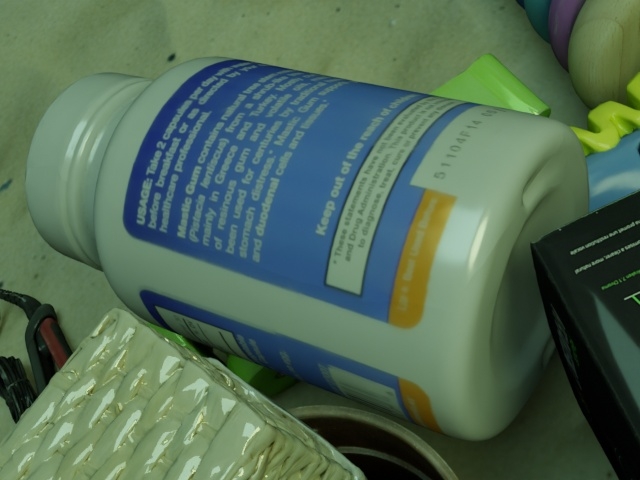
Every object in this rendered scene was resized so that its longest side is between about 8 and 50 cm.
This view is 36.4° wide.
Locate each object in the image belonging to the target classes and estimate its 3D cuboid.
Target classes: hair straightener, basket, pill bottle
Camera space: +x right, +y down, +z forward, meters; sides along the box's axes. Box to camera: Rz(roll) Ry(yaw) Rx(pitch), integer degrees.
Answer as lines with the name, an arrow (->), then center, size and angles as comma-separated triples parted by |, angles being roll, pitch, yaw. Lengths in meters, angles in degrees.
hair straightener -> -0.205, 0.120, 0.695 | 0.089, 0.047, 0.230 | -39, 56, -1
basket -> -0.080, 0.128, 0.410 | 0.113, 0.103, 0.167 | 31, 79, 33
pill bottle -> -0.017, -0.012, 0.500 | 0.272, 0.152, 0.152 | 17, 71, 30

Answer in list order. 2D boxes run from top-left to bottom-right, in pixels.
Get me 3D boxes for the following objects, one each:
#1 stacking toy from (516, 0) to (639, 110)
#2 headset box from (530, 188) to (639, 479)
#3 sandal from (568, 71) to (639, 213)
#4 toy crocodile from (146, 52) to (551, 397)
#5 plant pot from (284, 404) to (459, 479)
stacking toy -> 0.166, -0.232, 0.698 | 0.141, 0.141, 0.330 | -31, 50, 4
headset box -> 0.219, 0.136, 0.401 | 0.131, 0.246, 0.283 | -26, 58, 6
sandal -> 0.188, -0.008, 0.555 | 0.317, 0.126, 0.138 | -40, 64, 9
toy crocodile -> 0.000, 0.000, 0.633 | 0.340, 0.105, 0.115 | -36, 67, 0
plant pot -> 0.020, 0.188, 0.500 | 0.167, 0.165, 0.167 | -9, 62, 18
